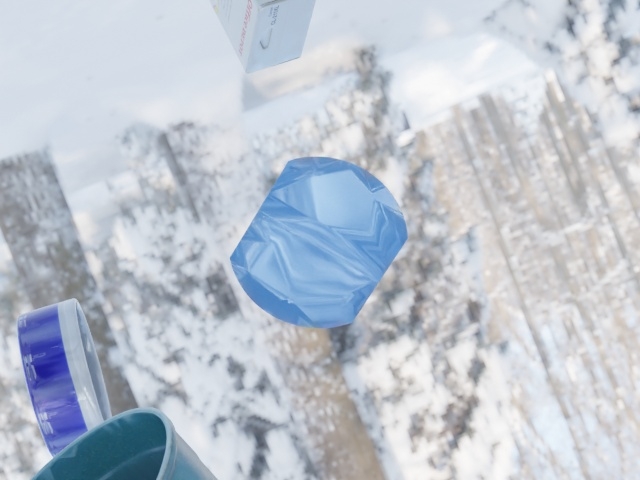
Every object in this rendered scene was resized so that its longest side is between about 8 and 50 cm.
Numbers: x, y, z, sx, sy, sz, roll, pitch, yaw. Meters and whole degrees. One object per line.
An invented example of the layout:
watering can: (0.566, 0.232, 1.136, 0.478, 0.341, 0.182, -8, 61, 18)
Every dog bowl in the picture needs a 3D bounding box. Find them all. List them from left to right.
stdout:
dog bowl: (-0.440, 0.241, 2.085, 0.104, 0.265, 0.265, -15, -179, -7)

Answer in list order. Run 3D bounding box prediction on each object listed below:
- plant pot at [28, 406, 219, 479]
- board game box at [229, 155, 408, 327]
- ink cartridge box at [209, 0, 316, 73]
plant pot: (-0.146, 0.330, 1.038, 0.271, 0.255, 0.272, -36, -159, 16)
board game box: (0.000, 0.000, 1.136, 0.169, 0.133, 0.033, -58, -172, 17)
ink cartridge box: (-0.077, -0.291, 1.311, 0.072, 0.175, 0.127, -19, 159, -20)
